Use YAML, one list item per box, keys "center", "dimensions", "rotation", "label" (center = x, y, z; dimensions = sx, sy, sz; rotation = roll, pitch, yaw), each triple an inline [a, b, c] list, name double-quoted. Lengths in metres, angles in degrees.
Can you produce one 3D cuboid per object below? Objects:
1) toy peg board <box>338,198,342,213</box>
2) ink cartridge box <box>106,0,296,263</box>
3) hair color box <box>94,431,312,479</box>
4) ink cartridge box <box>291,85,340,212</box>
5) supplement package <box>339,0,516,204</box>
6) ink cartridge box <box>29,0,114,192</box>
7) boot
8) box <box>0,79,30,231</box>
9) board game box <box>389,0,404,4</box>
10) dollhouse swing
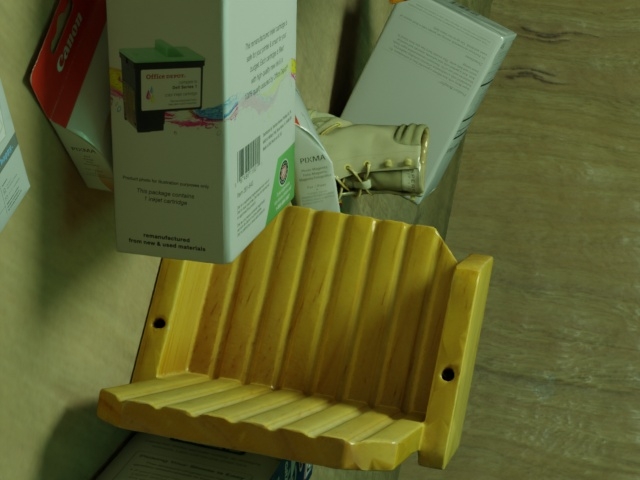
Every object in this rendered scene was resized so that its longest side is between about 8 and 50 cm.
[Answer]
- center: [0.000, 0.000, 2.007]
  dimensions: [0.160, 0.079, 0.161]
  rotation: [-32, 130, -72]
  label: "toy peg board"
- center: [-0.103, -0.145, 1.230]
  dimensions: [0.201, 0.117, 0.278]
  rotation: [-50, 144, -64]
  label: "ink cartridge box"
- center: [-0.131, 0.275, 1.443]
  dimensions: [0.347, 0.174, 0.105]
  rotation: [-50, 147, -65]
  label: "hair color box"
- center: [-0.032, -0.158, 1.608]
  dimensions: [0.189, 0.066, 0.232]
  rotation: [-112, -164, -55]
  label: "ink cartridge box"
- center: [0.158, -0.233, 2.123]
  dimensions: [0.293, 0.177, 0.175]
  rotation: [-63, 172, 16]
  label: "supplement package"
- center: [-0.192, -0.148, 1.195]
  dimensions: [0.179, 0.045, 0.145]
  rotation: [78, 24, -62]
  label: "ink cartridge box"
- center: [0.038, -0.078, 1.840]
  dimensions: [0.262, 0.203, 0.095]
  rotation: [-69, 161, -45]
  label: "boot"
- center: [-0.269, -0.063, 0.948]
  dimensions: [0.145, 0.038, 0.186]
  rotation: [-68, 160, -44]
  label: "box"
- center: [0.197, -0.567, 1.601]
  dimensions: [0.356, 0.356, 0.356]
  rotation: [78, -3, -57]
  label: "board game box"
- center: [-0.025, 0.081, 1.385]
  dimensions: [0.305, 0.347, 0.315]
  rotation: [56, 44, -70]
  label: "dollhouse swing"
